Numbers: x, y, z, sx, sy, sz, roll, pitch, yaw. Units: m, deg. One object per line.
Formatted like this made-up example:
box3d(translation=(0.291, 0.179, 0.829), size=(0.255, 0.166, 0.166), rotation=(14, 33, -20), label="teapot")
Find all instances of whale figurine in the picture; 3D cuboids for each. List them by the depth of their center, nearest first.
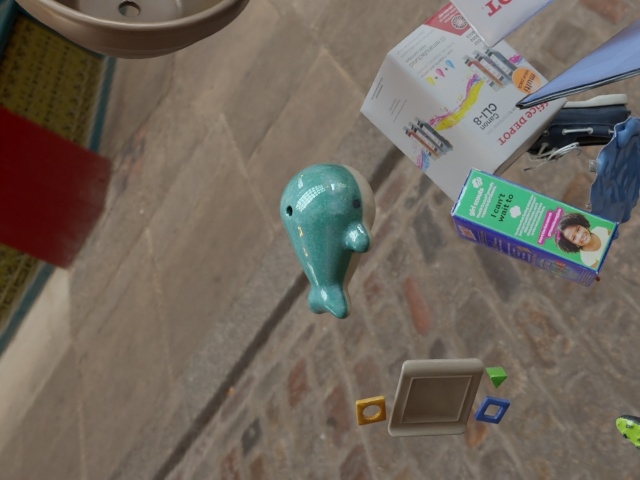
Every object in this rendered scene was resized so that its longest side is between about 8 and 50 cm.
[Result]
box3d(translation=(0.000, 0.000, 1.535), size=(0.216, 0.141, 0.272), rotation=(8, 95, 53), label="whale figurine")

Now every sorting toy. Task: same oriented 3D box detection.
box3d(translation=(0.239, 0.329, 1.871), size=(0.047, 0.347, 0.196), rotation=(-111, 25, -57), label="sorting toy")

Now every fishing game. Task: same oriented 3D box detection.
box3d(translation=(0.404, -0.082, 1.218), size=(0.041, 0.189, 0.264), rotation=(20, 83, 36), label="fishing game")

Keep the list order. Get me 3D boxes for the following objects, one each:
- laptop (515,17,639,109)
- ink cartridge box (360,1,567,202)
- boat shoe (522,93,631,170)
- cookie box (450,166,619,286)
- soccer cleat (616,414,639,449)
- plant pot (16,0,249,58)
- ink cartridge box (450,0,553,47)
box3d(translation=(0.345, -0.299, 0.578), size=(0.382, 0.236, 0.408), rotation=(-12, 73, 49), label="laptop")
box3d(translation=(0.161, -0.153, 1.002), size=(0.128, 0.176, 0.127), rotation=(-42, -7, -25), label="ink cartridge box")
box3d(translation=(0.335, -0.151, 1.250), size=(0.095, 0.254, 0.079), rotation=(-21, 82, 65), label="boat shoe")
box3d(translation=(0.153, -0.008, 0.636), size=(0.040, 0.107, 0.092), rotation=(-67, -15, -4), label="cookie box")
box3d(translation=(0.616, 0.347, 1.555), size=(0.072, 0.178, 0.060), rotation=(-49, -29, -40), label="soccer cleat")
box3d(translation=(-0.178, -0.250, 0.817), size=(0.110, 0.237, 0.237), rotation=(113, 167, -59), label="plant pot")
box3d(translation=(0.139, -0.307, 0.686), size=(0.171, 0.233, 0.168), rotation=(-34, 12, 31), label="ink cartridge box")
